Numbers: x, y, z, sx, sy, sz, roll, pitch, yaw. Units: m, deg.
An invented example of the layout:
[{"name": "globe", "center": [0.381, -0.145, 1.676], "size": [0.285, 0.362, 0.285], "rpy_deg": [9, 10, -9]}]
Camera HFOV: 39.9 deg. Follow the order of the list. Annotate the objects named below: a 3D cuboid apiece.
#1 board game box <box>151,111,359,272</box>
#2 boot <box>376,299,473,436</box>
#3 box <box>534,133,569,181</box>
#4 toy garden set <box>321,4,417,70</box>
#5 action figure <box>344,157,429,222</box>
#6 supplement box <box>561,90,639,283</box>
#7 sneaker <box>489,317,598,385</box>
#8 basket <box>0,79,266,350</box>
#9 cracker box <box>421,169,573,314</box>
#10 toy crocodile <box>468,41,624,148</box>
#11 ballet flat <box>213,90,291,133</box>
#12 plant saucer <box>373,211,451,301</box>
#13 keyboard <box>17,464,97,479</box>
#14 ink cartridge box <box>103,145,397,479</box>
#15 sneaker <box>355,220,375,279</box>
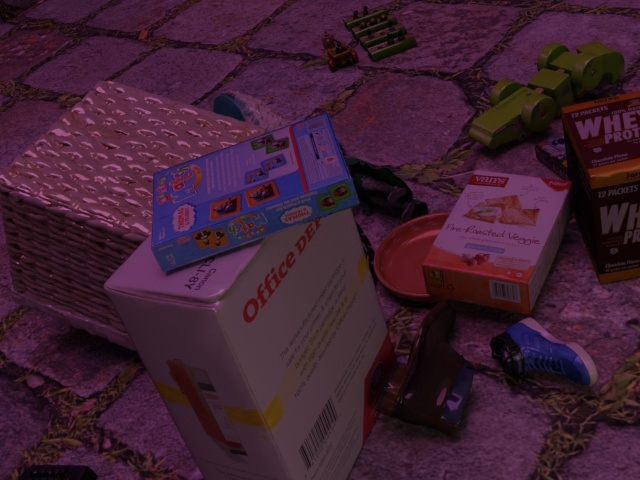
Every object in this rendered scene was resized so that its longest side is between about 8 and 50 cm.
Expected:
[{"name": "board game box", "center": [-0.076, -0.057, 0.940], "size": [0.211, 0.039, 0.160], "rpy_deg": [-18, 34, 2]}, {"name": "boot", "center": [0.165, 0.173, 1.184], "size": [0.106, 0.082, 0.219], "rpy_deg": [24, 45, 15]}, {"name": "box", "center": [0.439, -0.139, 1.489], "size": [0.094, 0.027, 0.137], "rpy_deg": [-23, 36, -8]}, {"name": "toy garden set", "center": [0.090, -0.490, 2.081], "size": [0.203, 0.049, 0.244], "rpy_deg": [-21, 36, -4]}, {"name": "action figure", "center": [0.078, -0.094, 1.531], "size": [0.063, 0.137, 0.232], "rpy_deg": [-44, 33, -12]}, {"name": "supplement box", "center": [0.438, -0.080, 1.270], "size": [0.129, 0.194, 0.191], "rpy_deg": [-12, 36, 10]}, {"name": "sneaker", "center": [0.281, 0.157, 1.141], "size": [0.084, 0.058, 0.152], "rpy_deg": [-24, 32, -18]}, {"name": "basket", "center": [-0.279, -0.037, 1.399], "size": [0.331, 0.266, 0.328], "rpy_deg": [20, 46, 12]}, {"name": "cracker box", "center": [0.265, -0.005, 1.294], "size": [0.155, 0.067, 0.232], "rpy_deg": [9, 44, 27]}, {"name": "toy crocodile", "center": [0.417, -0.267, 1.619], "size": [0.340, 0.105, 0.115], "rpy_deg": [-37, 40, -17]}, {"name": "ballet flat", "center": [-0.099, -0.184, 1.714], "size": [0.147, 0.147, 0.409], "rpy_deg": [-26, 33, -10]}, {"name": "plant saucer", "center": [0.183, 0.030, 1.371], "size": [0.200, 0.037, 0.200], "rpy_deg": [-12, 37, 9]}, {"name": "keyboard", "center": [-0.373, 0.418, 1.111], "size": [0.201, 0.033, 0.317], "rpy_deg": [-2, 40, 21]}, {"name": "ink cartridge box", "center": [-0.058, 0.114, 1.069], "size": [0.160, 0.385, 0.279], "rpy_deg": [6, 42, 29]}, {"name": "sneaker", "center": [0.000, 0.000, 1.448], "size": [0.121, 0.111, 0.300], "rpy_deg": [-44, 40, 24]}]
